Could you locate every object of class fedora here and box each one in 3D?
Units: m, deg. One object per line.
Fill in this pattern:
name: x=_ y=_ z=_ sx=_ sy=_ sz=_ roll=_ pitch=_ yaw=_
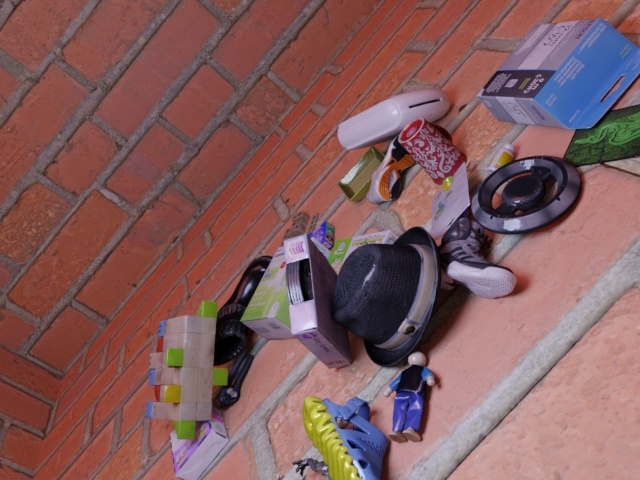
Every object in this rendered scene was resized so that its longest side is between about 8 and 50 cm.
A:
fedora: x=0.123 y=0.110 z=1.275 sx=0.334 sy=0.153 sz=0.334 roll=-164 pitch=90 yaw=-72

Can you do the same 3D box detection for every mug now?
mug: x=0.300 y=-0.257 z=1.584 sx=0.113 sy=0.169 sz=0.150 roll=-41 pitch=26 yaw=23

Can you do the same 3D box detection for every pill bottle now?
pill bottle: x=0.441 y=-0.194 z=1.402 sx=0.083 sy=0.043 sz=0.043 roll=-56 pitch=24 yaw=-12

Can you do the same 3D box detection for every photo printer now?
photo printer: x=0.238 y=-0.390 z=1.831 sx=0.256 sy=0.107 sz=0.307 roll=-21 pitch=4 yaw=-36

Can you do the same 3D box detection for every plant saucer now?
plant saucer: x=0.153 y=-0.218 z=1.939 sx=0.188 sy=0.045 sz=0.188 roll=-47 pitch=24 yaw=10

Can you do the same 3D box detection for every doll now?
doll: x=0.177 y=0.305 z=1.154 sx=0.129 sy=0.046 sz=0.189 roll=-25 pitch=35 yaw=43

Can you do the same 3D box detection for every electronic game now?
electronic game: x=0.436 y=-0.100 z=1.232 sx=0.229 sy=0.048 sz=0.229 roll=-23 pitch=37 yaw=18

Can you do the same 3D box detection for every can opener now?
can opener: x=-0.259 y=0.416 z=1.746 sx=0.073 sy=0.059 sz=0.186 roll=-22 pitch=37 yaw=49

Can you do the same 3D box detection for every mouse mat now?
mouse mat: x=0.603 y=-0.219 z=1.202 sx=0.190 sy=0.007 sz=0.152 roll=-3 pitch=52 yaw=58

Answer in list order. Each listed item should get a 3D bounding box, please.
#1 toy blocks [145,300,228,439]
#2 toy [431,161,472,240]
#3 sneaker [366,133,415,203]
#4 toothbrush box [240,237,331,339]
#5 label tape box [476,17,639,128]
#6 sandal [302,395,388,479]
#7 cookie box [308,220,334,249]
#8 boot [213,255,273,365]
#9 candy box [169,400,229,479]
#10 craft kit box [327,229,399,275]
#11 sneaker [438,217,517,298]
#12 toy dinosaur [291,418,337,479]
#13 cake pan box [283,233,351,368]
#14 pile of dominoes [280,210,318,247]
toy blocks: x=-0.423 y=0.381 z=1.713 sx=0.261 sy=0.191 sz=0.381 roll=-17 pitch=67 yaw=49
toy: x=0.333 y=-0.086 z=1.417 sx=0.137 sy=0.056 sz=0.237 roll=-53 pitch=13 yaw=31
sneaker: x=0.212 y=-0.225 z=1.792 sx=0.121 sy=0.099 sz=0.262 roll=-22 pitch=34 yaw=59
toothbrush box: x=-0.093 y=0.150 z=1.759 sx=0.206 sy=0.122 sz=0.283 roll=-15 pitch=41 yaw=53
label tape box: x=0.574 y=-0.401 z=1.377 sx=0.249 sy=0.115 sz=0.348 roll=-50 pitch=22 yaw=0
sandal: x=0.073 y=0.404 z=1.115 sx=0.317 sy=0.138 sz=0.126 roll=-126 pitch=32 yaw=-55
cookie box: x=0.000 y=0.000 z=1.904 sx=0.092 sy=0.040 sz=0.107 roll=-38 pitch=27 yaw=28
boot: x=-0.249 y=0.228 z=1.856 sx=0.348 sy=0.131 sz=0.260 roll=-55 pitch=6 yaw=17
candy box: x=-0.357 y=0.575 z=1.680 sx=0.165 sy=0.070 sz=0.196 roll=-51 pitch=24 yaw=1
craft kit box: x=0.085 y=0.097 z=1.605 sx=0.250 sy=0.061 sz=0.246 roll=-12 pitch=42 yaw=54
sneaker: x=0.323 y=0.029 z=1.218 sx=0.153 sy=0.101 sz=0.268 roll=-60 pitch=23 yaw=-13
toy dinosaur: x=0.008 y=0.482 z=1.185 sx=0.118 sy=0.064 sz=0.268 roll=-30 pitch=28 yaw=11
cake pan box: x=-0.005 y=0.147 z=1.363 sx=0.070 sy=0.267 sz=0.245 roll=-17 pitch=57 yaw=12
pile of dominoes: x=-0.106 y=0.003 z=2.088 sx=0.196 sy=0.040 sz=0.251 roll=-29 pitch=32 yaw=40
